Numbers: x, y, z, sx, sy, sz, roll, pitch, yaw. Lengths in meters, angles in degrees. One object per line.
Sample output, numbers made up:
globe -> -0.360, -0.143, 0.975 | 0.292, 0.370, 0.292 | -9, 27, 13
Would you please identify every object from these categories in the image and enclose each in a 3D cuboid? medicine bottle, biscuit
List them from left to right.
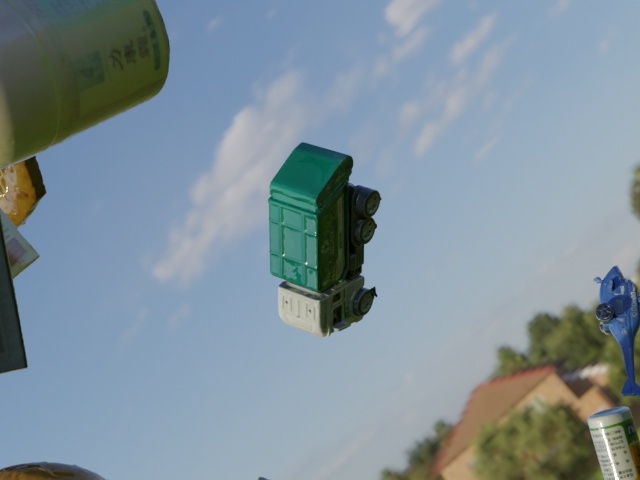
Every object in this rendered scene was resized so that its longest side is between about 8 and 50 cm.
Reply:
biscuit -> -0.620, -0.168, 2.539 | 0.046, 0.359, 0.359 | -45, -6, -36
medicine bottle -> -0.426, -0.224, 1.967 | 0.406, 0.235, 0.235 | -32, -14, -38
medicine bottle -> 0.435, 0.334, 1.981 | 0.092, 0.220, 0.061 | -16, -2, 18

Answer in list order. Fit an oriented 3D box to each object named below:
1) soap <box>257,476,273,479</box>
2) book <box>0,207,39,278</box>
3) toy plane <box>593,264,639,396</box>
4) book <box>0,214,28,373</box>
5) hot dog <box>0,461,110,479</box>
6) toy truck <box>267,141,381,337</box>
soap -> -0.055, 0.384, 1.401 | 0.199, 0.091, 0.315 | 23, -76, -43
book -> -0.495, -0.035, 2.008 | 0.022, 0.232, 0.162 | -34, 9, 25
toy plane -> 0.341, 0.103, 1.627 | 0.062, 0.167, 0.054 | -9, -26, 14
book -> -0.395, 0.023, 1.396 | 0.191, 0.269, 0.025 | -12, 25, -16
hot dog -> -0.383, 0.348, 1.919 | 0.107, 0.326, 0.194 | -82, 7, -61
toy truck -> 0.000, 0.000, 1.890 | 0.124, 0.114, 0.253 | -29, -51, -46
